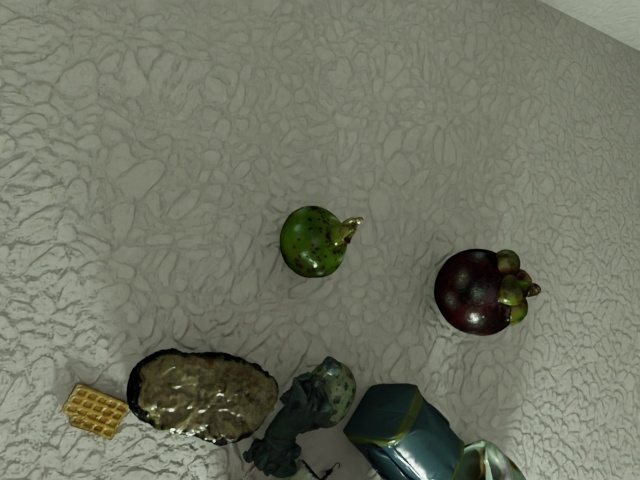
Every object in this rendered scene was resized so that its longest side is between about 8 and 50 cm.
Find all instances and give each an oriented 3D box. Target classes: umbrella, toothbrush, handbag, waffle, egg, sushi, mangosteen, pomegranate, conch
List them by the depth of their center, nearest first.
[{"bbox_3d":[-0.529,0.400,0.975,0.135,0.021,0.092,30,71,-18],"label":"waffle"},{"bbox_3d":[-0.285,0.372,1.012,0.350,0.171,0.211,21,72,-22],"label":"sushi"},{"bbox_3d":[-0.056,0.450,1.061,0.143,0.094,0.349,32,96,-35],"label":"umbrella"},{"bbox_3d":[-0.163,0.597,1.119,0.204,0.017,0.022,-34,116,-25],"label":"toothbrush"},{"bbox_3d":[0.025,0.428,1.163,0.141,0.141,0.182,22,77,-21],"label":"egg"},{"bbox_3d":[0.000,0.000,1.168,0.211,0.263,0.211,20,65,-50],"label":"pomegranate"},{"bbox_3d":[0.236,0.554,1.177,0.241,0.263,0.222,51,48,-12],"label":"handbag"},{"bbox_3d":[0.010,0.680,1.187,0.122,0.022,0.013,-42,126,-14],"label":"umbrella"},{"bbox_3d":[0.527,0.804,1.313,0.249,0.197,0.368,0,80,10],"label":"conch"},{"bbox_3d":[0.527,0.170,1.360,0.300,0.300,0.300,4,80,-24],"label":"mangosteen"}]

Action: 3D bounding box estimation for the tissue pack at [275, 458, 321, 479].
[{"bbox_3d":[0.008,0.818,1.031,0.264,0.253,0.416,-39,98,-23],"label":"tissue pack"}]
